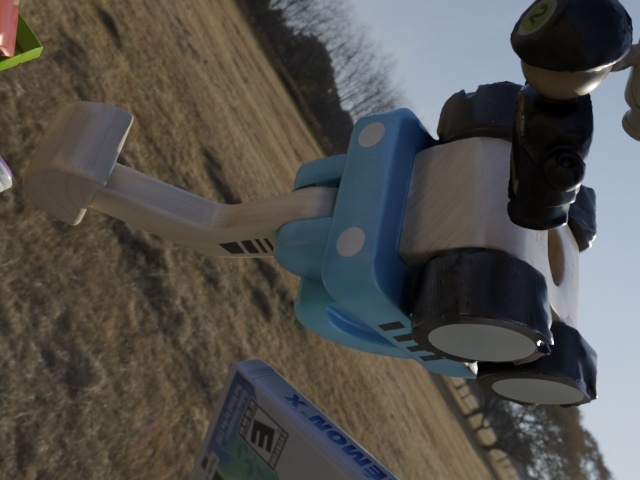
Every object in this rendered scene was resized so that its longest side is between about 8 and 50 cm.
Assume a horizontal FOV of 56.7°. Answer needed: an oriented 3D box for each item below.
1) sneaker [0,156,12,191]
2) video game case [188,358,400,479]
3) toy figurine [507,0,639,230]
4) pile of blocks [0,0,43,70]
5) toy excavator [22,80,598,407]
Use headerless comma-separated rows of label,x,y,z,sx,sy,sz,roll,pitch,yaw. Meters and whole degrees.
sneaker,-0.661,-0.169,0.979,0.114,0.152,0.305,19,-33,47
video game case,-0.012,0.295,0.378,0.300,0.328,0.036,32,17,37
toy figurine,0.228,-0.070,0.327,0.213,0.210,0.148,44,-25,39
pile of blocks,-0.354,-0.142,0.542,0.112,0.362,0.149,58,28,-9
toy excavator,0.000,0.000,0.586,0.433,0.446,0.222,40,52,-44
